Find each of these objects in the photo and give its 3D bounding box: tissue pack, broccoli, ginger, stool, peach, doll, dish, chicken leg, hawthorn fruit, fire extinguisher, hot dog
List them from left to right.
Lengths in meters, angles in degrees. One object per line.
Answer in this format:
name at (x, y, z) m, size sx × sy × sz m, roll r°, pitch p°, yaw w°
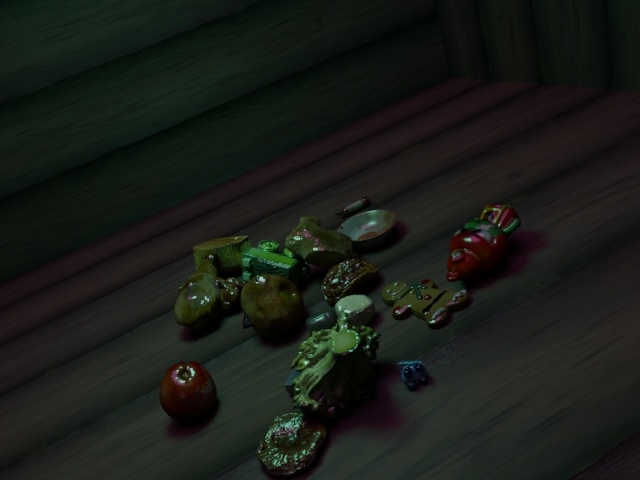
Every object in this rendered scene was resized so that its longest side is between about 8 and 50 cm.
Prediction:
hawthorn fruit at (-0.404, 0.454, 1.549) m, size 0.172 × 0.173 × 0.173 m, roll -17°, pitch 26°, yaw 9°
chicken leg at (-0.425, 0.189, 2.057) m, size 0.294 × 0.182 × 0.410 m, roll -7°, pitch 35°, yaw 1°
peach at (-0.173, 0.218, 1.764) m, size 0.214 × 0.236 × 0.214 m, roll -23°, pitch 31°, yaw 15°
tissue pack at (-0.025, 0.392, 1.519) m, size 0.112 × 0.051 × 0.156 m, roll -5°, pitch 31°, yaw 30°
ginger at (0.000, 0.000, 1.963) m, size 0.275 × 0.130 × 0.222 m, roll 2°, pitch 47°, yaw -19°
stool at (0.008, 0.279, 1.667) m, size 0.110 × 0.096 × 0.096 m, roll -24°, pitch 26°, yaw 4°
broccoli at (0.039, 0.320, 1.364) m, size 0.247 × 0.246 × 0.288 m, roll 5°, pitch 44°, yaw 3°
hot dog at (0.105, 0.144, 1.850) m, size 0.226 × 0.099 × 0.160 m, roll -37°, pitch 29°, yaw -23°
fire extinguisher at (0.153, -0.158, 2.439) m, size 0.177 × 0.050 × 0.062 m, roll -26°, pitch 45°, yaw -10°
dish at (0.203, -0.032, 2.124) m, size 0.259 × 0.086 × 0.260 m, roll -16°, pitch 25°, yaw 8°
doll at (0.528, 0.022, 1.691) m, size 0.363 × 0.160 × 0.182 m, roll -40°, pitch 30°, yaw -28°

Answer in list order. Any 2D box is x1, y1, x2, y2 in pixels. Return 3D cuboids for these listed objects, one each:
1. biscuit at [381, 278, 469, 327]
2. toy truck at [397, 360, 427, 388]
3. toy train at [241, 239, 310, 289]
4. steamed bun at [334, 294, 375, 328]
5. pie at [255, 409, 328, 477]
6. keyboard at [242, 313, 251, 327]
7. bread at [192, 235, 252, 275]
biscuit at (0.317, 0.190, 1.659) m, size 0.196 × 0.049 × 0.301 m, roll -33°, pitch 27°, yaw -28°
toy truck at (0.247, 0.357, 1.388) m, size 0.073 × 0.056 × 0.090 m, roll -21°, pitch 12°, yaw -9°
toy train at (-0.179, 0.102, 2.015) m, size 0.271 × 0.159 × 0.188 m, roll 14°, pitch 26°, yaw 18°
steamed bun at (0.112, 0.235, 1.667) m, size 0.129 × 0.091 × 0.112 m, roll -20°, pitch 32°, yaw -28°
pie at (-0.069, 0.520, 1.315) m, size 0.194 × 0.046 × 0.195 m, roll -16°, pitch 27°, yaw 8°
keyboard at (-0.250, 0.239, 2.021) m, size 0.100 × 0.018 × 0.310 m, roll -19°, pitch 26°, yaw 8°
bread at (-0.439, 0.075, 2.324) m, size 0.287 × 0.156 × 0.204 m, roll -9°, pitch 14°, yaw 22°
